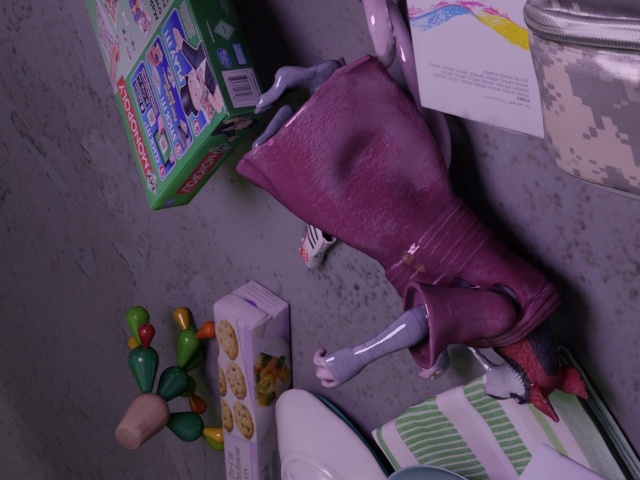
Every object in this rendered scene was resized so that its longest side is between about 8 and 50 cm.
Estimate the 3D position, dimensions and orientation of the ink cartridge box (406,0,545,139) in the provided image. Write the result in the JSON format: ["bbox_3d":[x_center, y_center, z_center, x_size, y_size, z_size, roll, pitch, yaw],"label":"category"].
[{"bbox_3d":[0.145,-0.181,0.929,0.127,0.128,0.176,20,131,43],"label":"ink cartridge box"}]

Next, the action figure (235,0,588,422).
[{"bbox_3d":[0.102,-0.001,1.141,0.370,0.248,0.276,42,104,5],"label":"action figure"}]

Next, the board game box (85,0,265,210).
[{"bbox_3d":[-0.157,-0.216,1.273,0.213,0.046,0.317,-42,64,57],"label":"board game box"}]

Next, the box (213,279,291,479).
[{"bbox_3d":[-0.076,0.195,1.572,0.067,0.063,0.324,33,139,33],"label":"box"}]

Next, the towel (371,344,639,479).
[{"bbox_3d":[0.197,0.248,1.294,0.248,0.038,0.325,58,147,1],"label":"towel"}]

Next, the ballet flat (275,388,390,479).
[{"bbox_3d":[0.047,0.343,1.439,0.400,0.139,0.139,54,146,12],"label":"ballet flat"}]

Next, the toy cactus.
[{"bbox_3d":[-0.180,0.189,1.612,0.112,0.180,0.219,-9,116,33],"label":"toy cactus"}]

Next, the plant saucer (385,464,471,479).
[{"bbox_3d":[0.142,0.304,1.328,0.195,0.037,0.195,21,124,34],"label":"plant saucer"}]

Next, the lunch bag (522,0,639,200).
[{"bbox_3d":[0.242,-0.180,0.650,0.212,0.305,0.256,16,130,44],"label":"lunch bag"}]

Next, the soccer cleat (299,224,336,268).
[{"bbox_3d":[0.000,0.000,1.351,0.035,0.029,0.083,38,137,33],"label":"soccer cleat"}]

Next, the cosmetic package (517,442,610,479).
[{"bbox_3d":[0.284,0.333,1.056,0.284,0.097,0.377,30,159,27],"label":"cosmetic package"}]
